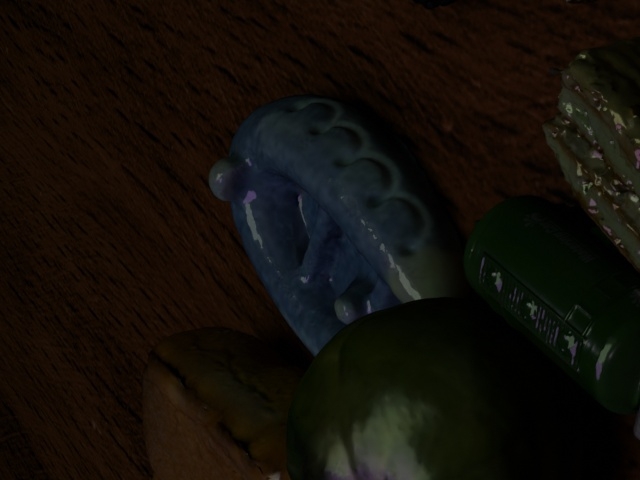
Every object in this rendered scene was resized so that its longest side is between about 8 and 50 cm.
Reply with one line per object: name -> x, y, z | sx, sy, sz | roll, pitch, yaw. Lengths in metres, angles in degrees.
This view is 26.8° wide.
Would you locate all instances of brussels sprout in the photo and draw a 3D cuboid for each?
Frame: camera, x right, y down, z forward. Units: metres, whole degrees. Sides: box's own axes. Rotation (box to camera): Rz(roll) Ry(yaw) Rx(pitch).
brussels sprout -> 0.089, 0.171, 0.997 | 0.219, 0.210, 0.271 | 6, 116, 40

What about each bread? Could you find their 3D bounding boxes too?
bread -> 0.219, -0.044, 0.689 | 0.138, 0.196, 0.102 | 53, 145, 36
bread -> -0.056, 0.277, 1.372 | 0.337, 0.148, 0.328 | 31, 129, 54

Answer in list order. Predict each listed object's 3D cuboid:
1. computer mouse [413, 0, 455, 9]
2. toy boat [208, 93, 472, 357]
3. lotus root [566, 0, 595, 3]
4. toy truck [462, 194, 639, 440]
computer mouse -> 0.077, -0.285, 1.023 | 0.122, 0.073, 0.217 | 24, 125, 61
toy boat -> 0.000, 0.000, 1.203 | 0.330, 0.123, 0.215 | 58, 146, 36
lotus root -> 0.177, -0.201, 0.901 | 0.037, 0.030, 0.083 | -12, 90, 32
toy truck -> 0.196, 0.049, 0.835 | 0.242, 0.125, 0.101 | 44, 134, 49
